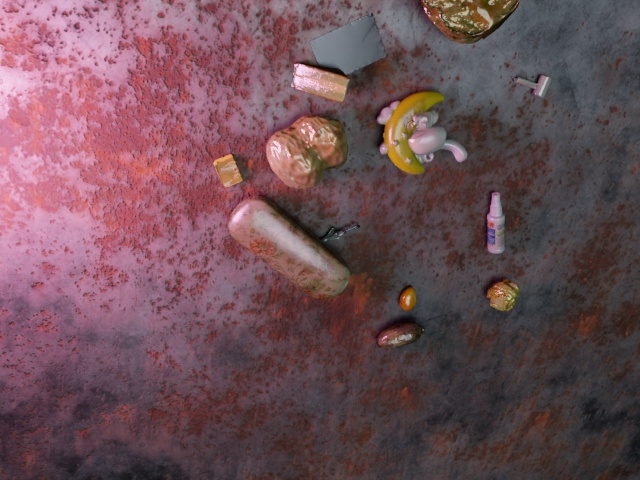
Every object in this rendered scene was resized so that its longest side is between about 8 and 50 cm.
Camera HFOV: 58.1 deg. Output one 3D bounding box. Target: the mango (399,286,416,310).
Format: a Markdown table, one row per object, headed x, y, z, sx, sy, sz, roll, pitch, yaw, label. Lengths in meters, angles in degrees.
| x | y | z | sx | sy | sz | roll | pitch | yaw | label |
| --- | --- | --- | --- | --- | --- | --- | --- | --- | --- |
| 0.306 | 0.202 | 2.006 | 0.060 | 0.046 | 0.089 | 9 | 102 | -22 | mango |

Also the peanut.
| x | y | z | sx | sy | sz | roll | pitch | yaw | label |
| --- | --- | --- | --- | --- | --- | --- | --- | --- | --- |
| -0.032 | -0.253 | 1.631 | 0.233 | 0.110 | 0.196 | -35 | 116 | 4 | peanut |

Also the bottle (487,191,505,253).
| x | y | z | sx | sy | sz | roll | pitch | yaw | label |
| --- | --- | --- | --- | --- | --- | --- | --- | --- | --- |
| 0.591 | -0.060 | 1.936 | 0.060 | 0.060 | 0.217 | -13 | 121 | -8 | bottle |

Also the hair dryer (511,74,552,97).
| x | y | z | sx | sy | sz | roll | pitch | yaw | label |
| --- | --- | --- | --- | --- | --- | --- | --- | --- | --- |
| 0.633 | -0.480 | 1.744 | 0.125 | 0.038 | 0.063 | 14 | 111 | -14 | hair dryer |

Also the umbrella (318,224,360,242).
| x | y | z | sx | sy | sz | roll | pitch | yaw | label |
| --- | --- | --- | --- | --- | --- | --- | --- | --- | --- |
| 0.000 | -0.001 | 1.816 | 0.269 | 0.044 | 0.044 | -22 | 77 | -3 | umbrella |

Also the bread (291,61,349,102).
| x | y | z | sx | sy | sz | roll | pitch | yaw | label |
| --- | --- | --- | --- | --- | --- | --- | --- | --- | --- |
| -0.002 | -0.428 | 1.559 | 0.139 | 0.084 | 0.074 | 7 | 118 | -16 | bread |

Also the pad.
| x | y | z | sx | sy | sz | roll | pitch | yaw | label |
| --- | --- | --- | --- | --- | --- | --- | --- | --- | --- |
| 0.078 | -0.524 | 1.580 | 0.190 | 0.004 | 0.127 | -25 | 121 | -2 | pad |

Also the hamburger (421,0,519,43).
| x | y | z | sx | sy | sz | roll | pitch | yaw | label |
| --- | --- | --- | --- | --- | --- | --- | --- | --- | --- |
| 0.397 | -0.670 | 1.519 | 0.285 | 0.134 | 0.265 | 39 | 109 | -23 | hamburger |

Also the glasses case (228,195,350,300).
| x | y | z | sx | sy | sz | roll | pitch | yaw | label |
| --- | --- | --- | --- | --- | --- | --- | --- | --- | --- |
| -0.088 | 0.029 | 1.753 | 0.425 | 0.098 | 0.156 | 39 | 109 | -21 | glasses case |

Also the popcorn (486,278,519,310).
| x | y | z | sx | sy | sz | roll | pitch | yaw | label |
| --- | --- | --- | --- | --- | --- | --- | --- | --- | --- |
| 0.654 | 0.194 | 2.070 | 0.106 | 0.121 | 0.116 | 11 | 90 | 19 | popcorn |

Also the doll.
| x | y | z | sx | sy | sz | roll | pitch | yaw | label |
| --- | --- | --- | --- | --- | --- | --- | --- | --- | --- |
| 0.290 | -0.311 | 1.693 | 0.252 | 0.111 | 0.237 | -19 | 105 | -5 | doll |

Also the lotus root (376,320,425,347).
| x | y | z | sx | sy | sz | roll | pitch | yaw | label |
| --- | --- | --- | --- | --- | --- | --- | --- | --- | --- |
| 0.282 | 0.334 | 2.046 | 0.180 | 0.089 | 0.080 | -16 | 79 | -3 | lotus root |

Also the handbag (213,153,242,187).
| x | y | z | sx | sy | sz | roll | pitch | yaw | label |
| --- | --- | --- | --- | --- | --- | --- | --- | --- | --- |
| -0.263 | -0.198 | 1.645 | 0.061 | 0.027 | 0.083 | -24 | 124 | -4 | handbag |
